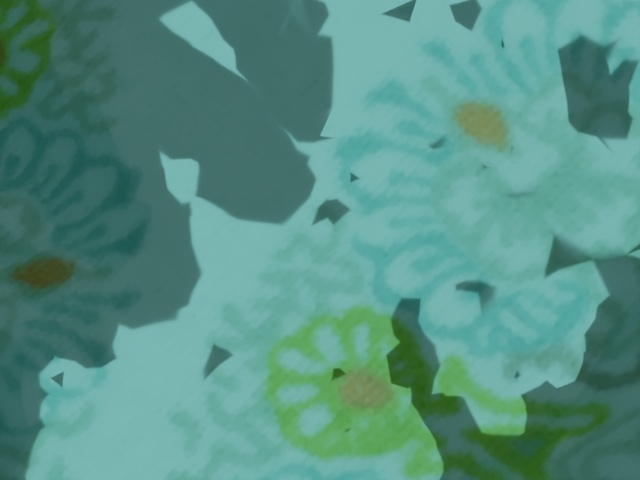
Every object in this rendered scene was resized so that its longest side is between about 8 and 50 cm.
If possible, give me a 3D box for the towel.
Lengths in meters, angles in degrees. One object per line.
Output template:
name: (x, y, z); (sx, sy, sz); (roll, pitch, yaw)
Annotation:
towel: (0.000, 0.000, 0.395); (0.320, 0.090, 0.374); (-44, 62, -3)
